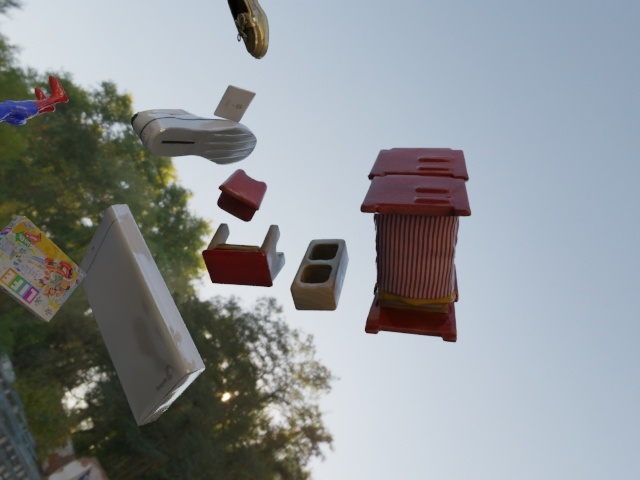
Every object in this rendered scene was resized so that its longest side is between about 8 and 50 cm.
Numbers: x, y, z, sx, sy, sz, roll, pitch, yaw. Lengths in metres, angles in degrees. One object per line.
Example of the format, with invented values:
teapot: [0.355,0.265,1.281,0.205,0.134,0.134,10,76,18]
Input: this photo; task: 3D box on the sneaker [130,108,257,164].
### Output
sneaker: [-0.229,-0.206,0.940,0.091,0.258,0.094,47,-63,24]

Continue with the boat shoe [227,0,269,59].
boat shoe: [-0.224,-0.656,1.433,0.105,0.089,0.284,-23,-98,50]

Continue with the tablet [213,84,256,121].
tablet: [-0.160,-0.254,0.932,0.083,0.054,0.006,-42,-133,47]

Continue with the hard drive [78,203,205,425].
hard drive: [-0.354,0.141,0.945,0.233,0.047,0.352,-47,-114,36]

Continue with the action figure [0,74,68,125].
action figure: [-0.555,-0.214,0.768,0.092,0.280,0.139,-15,-64,38]

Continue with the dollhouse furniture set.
dollhouse furniture set: [0.000,0.000,0.666,0.375,0.152,0.201,2,-54,14]

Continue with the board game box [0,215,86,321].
board game box: [-0.473,0.049,0.824,0.026,0.103,0.154,7,-37,30]
